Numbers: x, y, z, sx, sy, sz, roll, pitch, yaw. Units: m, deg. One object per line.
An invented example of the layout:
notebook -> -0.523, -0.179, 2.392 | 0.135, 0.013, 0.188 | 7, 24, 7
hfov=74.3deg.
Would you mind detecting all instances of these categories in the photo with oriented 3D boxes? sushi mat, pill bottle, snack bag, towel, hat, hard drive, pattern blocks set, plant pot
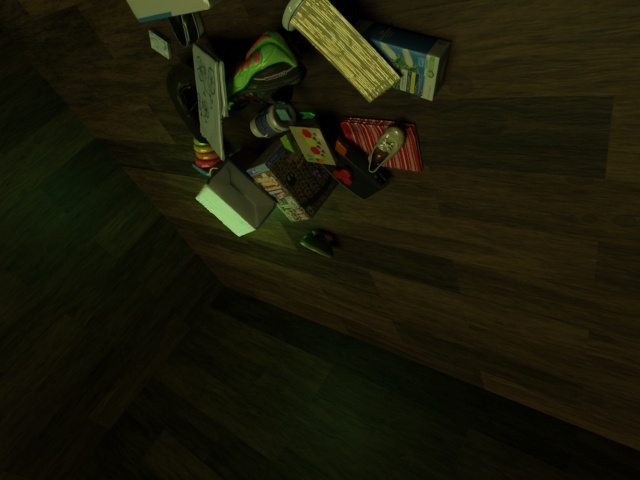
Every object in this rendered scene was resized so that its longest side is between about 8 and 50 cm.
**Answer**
sushi mat -> 0.066, -0.509, 1.129 | 0.316, 0.019, 0.151 | 40, 154, -15
pill bottle -> -0.187, -0.453, 1.603 | 0.186, 0.112, 0.112 | -3, 134, 52
snack bag -> -0.382, -0.484, 1.477 | 0.323, 0.037, 0.343 | 49, 143, 47
towel -> 0.206, -0.325, 1.440 | 0.274, 0.031, 0.199 | 16, 149, 34
hat -> -0.476, -0.570, 1.734 | 0.331, 0.134, 0.331 | 27, 137, 28
hard drive -> 0.115, -0.258, 1.563 | 0.254, 0.054, 0.172 | 39, 155, -12
pattern blocks set -> -0.021, -0.335, 1.486 | 0.285, 0.026, 0.325 | 19, 154, 27
plant pot -> -0.375, -0.319, 1.962 | 0.205, 0.188, 0.205 | 28, 153, 16

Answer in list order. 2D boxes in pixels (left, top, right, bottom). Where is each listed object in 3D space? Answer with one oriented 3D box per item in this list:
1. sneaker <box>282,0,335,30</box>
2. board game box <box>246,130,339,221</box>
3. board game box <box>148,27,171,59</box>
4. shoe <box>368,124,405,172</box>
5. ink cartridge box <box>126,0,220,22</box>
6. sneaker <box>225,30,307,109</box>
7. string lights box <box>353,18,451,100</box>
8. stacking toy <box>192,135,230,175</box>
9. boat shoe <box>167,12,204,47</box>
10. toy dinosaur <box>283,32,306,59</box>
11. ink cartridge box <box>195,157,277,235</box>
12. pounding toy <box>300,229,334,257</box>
sneaker -> -0.018, -0.632, 1.127 | 0.091, 0.094, 0.258 | 47, 151, -13
board game box -> -0.103, -0.258, 1.690 | 0.141, 0.232, 0.291 | -5, 133, 52
board game box -> -0.643, -0.789, 1.694 | 0.090, 0.020, 0.090 | 35, 153, 1
shoe -> 0.212, -0.294, 1.385 | 0.076, 0.058, 0.219 | 33, 155, -2
ink cartridge box -> -0.252, -0.688, 0.978 | 0.285, 0.395, 0.166 | 14, 144, 36
sneaker -> -0.205, -0.517, 1.435 | 0.202, 0.185, 0.482 | 31, 169, -26
string lights box -> 0.202, -0.483, 1.128 | 0.259, 0.077, 0.133 | 25, 154, 20
stacking toy -> -0.535, -0.474, 1.971 | 0.175, 0.165, 0.302 | 31, 144, 38
boat shoe -> -0.494, -0.801, 1.402 | 0.113, 0.105, 0.306 | 24, 152, 22
toy dinosaur -> -0.087, -0.593, 1.302 | 0.047, 0.090, 0.082 | 112, 141, -65
ink cartridge box -> -0.375, -0.164, 1.801 | 0.270, 0.151, 0.395 | 44, 160, -14
pounding toy -> 0.000, 0.000, 2.173 | 0.182, 0.110, 0.237 | 25, -177, -3
